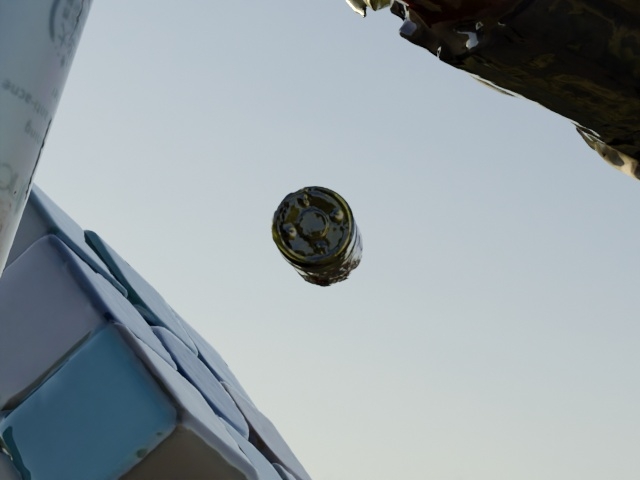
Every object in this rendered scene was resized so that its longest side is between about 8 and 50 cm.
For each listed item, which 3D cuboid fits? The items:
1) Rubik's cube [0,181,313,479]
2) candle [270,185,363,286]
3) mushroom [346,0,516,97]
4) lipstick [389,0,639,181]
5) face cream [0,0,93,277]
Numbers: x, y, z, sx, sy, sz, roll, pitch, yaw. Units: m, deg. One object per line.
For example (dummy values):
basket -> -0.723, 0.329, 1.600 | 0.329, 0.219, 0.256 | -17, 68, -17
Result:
Rubik's cube -> -0.216, 0.215, 1.337 | 0.346, 0.347, 0.344 | 51, 1, 43
candle -> 0.000, 0.000, 1.087 | 0.052, 0.052, 0.130 | 6, -8, 5
mushroom -> 0.117, -0.274, 1.329 | 0.260, 0.352, 0.352 | -26, -19, 7
lipstick -> 0.098, -0.058, 0.501 | 0.081, 0.081, 0.300 | -5, -15, 43
face cream -> -0.154, -0.035, 0.674 | 0.092, 0.311, 0.092 | 15, -18, 5
